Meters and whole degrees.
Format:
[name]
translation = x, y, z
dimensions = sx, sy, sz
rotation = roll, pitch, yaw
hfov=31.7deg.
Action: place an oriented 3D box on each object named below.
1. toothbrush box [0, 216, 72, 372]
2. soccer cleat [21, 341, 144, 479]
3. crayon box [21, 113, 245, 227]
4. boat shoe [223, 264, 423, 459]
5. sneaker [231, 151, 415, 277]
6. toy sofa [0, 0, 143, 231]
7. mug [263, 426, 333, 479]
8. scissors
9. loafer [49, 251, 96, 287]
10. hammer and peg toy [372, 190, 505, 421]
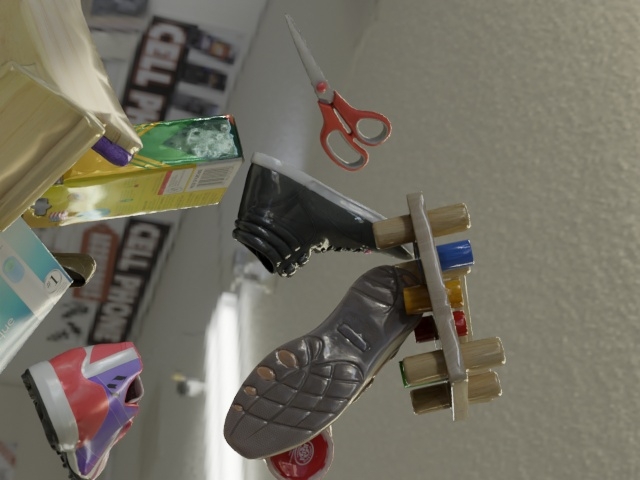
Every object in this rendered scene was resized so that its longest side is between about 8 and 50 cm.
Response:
[toothbrush box]
translation = -0.454, 0.036, 1.330
dimensions = 0.216, 0.126, 0.296
rotation = -55, 151, -21
[soccer cleat]
translation = -0.247, 0.193, 1.253
dimensions = 0.109, 0.116, 0.318
rotation = 62, -15, 18
[crayon box]
translation = -0.293, -0.101, 1.695
dimensions = 0.202, 0.318, 0.081
rotation = 134, -55, -66
[boat shoe]
translation = 0.012, 0.170, 1.454
dimensions = 0.123, 0.324, 0.116
rotation = 46, -19, 17
[sneaker]
translation = 0.000, 0.000, 1.619
dimensions = 0.147, 0.295, 0.104
rotation = -64, -156, -2
[toy sofa]
translation = -0.330, -0.179, 1.158
dimensions = 0.150, 0.177, 0.363
rotation = -40, -133, 12
[mug]
translation = -0.028, 0.295, 1.547
dimensions = 0.169, 0.113, 0.150
rotation = 147, -74, -85
[scissors]
translation = 0.001, -0.214, 1.708
dimensions = 0.109, 0.297, 0.021
rotation = -38, -141, 12
[loafer]
translation = -0.416, 0.047, 1.709
dimensions = 0.050, 0.147, 0.056
rotation = -107, -166, -59
[hammer and peg toy]
translation = 0.158, 0.106, 1.535
dimensions = 0.361, 0.127, 0.266
rotation = 70, 8, -70
